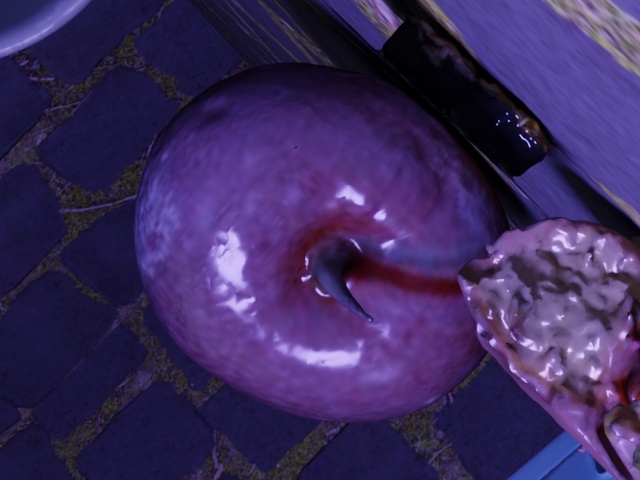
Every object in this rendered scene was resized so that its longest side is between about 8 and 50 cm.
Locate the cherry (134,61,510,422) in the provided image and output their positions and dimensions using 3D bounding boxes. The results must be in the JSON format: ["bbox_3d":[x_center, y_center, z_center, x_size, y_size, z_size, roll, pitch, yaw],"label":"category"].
[{"bbox_3d":[0.000,0.000,1.135,0.236,0.213,0.285,54,-173,-21],"label":"cherry"}]

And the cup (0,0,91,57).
[{"bbox_3d":[-0.193,-0.236,0.887,0.234,0.186,0.258,-113,9,-67],"label":"cup"}]

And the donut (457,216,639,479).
[{"bbox_3d":[0.163,0.082,0.748,0.199,0.085,0.233,45,180,-27],"label":"donut"}]

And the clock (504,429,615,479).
[{"bbox_3d":[0.207,0.216,1.012,0.274,0.223,0.094,39,-160,-17],"label":"clock"}]

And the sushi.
[{"bbox_3d":[0.055,-0.069,0.799,0.120,0.026,0.126,42,-174,-10],"label":"sushi"}]
